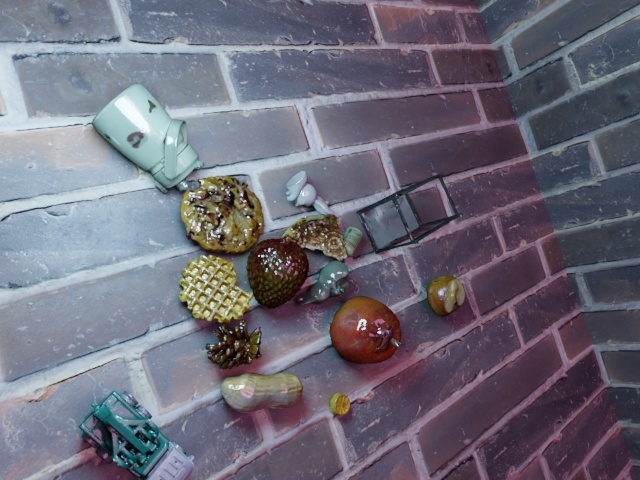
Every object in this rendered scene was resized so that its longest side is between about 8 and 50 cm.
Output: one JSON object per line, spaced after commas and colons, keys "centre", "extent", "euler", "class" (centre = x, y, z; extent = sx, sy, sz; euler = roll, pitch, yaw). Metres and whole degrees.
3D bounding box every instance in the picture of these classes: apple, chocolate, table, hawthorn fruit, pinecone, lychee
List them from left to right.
{"centre": [-0.286, 0.351, 1.528], "extent": [0.195, 0.179, 0.150], "euler": [-15, 87, -13], "class": "pinecone"}
{"centre": [-0.198, 0.524, 1.571], "extent": [0.309, 0.134, 0.134], "euler": [12, 72, -32], "class": "chocolate"}
{"centre": [-0.159, 0.111, 1.636], "extent": [0.235, 0.236, 0.271], "euler": [10, 95, -31], "class": "lychee"}
{"centre": [0.201, 0.360, 1.770], "extent": [0.276, 0.307, 0.276], "euler": [-2, 93, -39], "class": "hawthorn fruit"}
{"centre": [0.396, -0.121, 2.020], "extent": [0.335, 0.272, 0.222], "euler": [-28, 95, -34], "class": "table"}
{"centre": [0.578, 0.259, 2.117], "extent": [0.195, 0.160, 0.173], "euler": [-23, 88, -33], "class": "apple"}

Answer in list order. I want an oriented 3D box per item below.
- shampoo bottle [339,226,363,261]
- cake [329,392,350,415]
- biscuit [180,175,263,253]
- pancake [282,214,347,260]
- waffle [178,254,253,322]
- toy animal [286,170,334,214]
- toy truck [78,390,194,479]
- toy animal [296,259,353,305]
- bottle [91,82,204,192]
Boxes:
{"centre": [0.116, 0.022, 1.921], "extent": [0.079, 0.079, 0.162], "euler": [41, 61, -19], "class": "shampoo bottle"}
{"centre": [0.074, 0.639, 1.771], "extent": [0.084, 0.044, 0.084], "euler": [8, 76, -33], "class": "cake"}
{"centre": [-0.336, -0.096, 1.627], "extent": [0.334, 0.081, 0.290], "euler": [-3, 86, -45], "class": "biscuit"}
{"centre": [0.000, 0.000, 1.844], "extent": [0.266, 0.057, 0.244], "euler": [-40, 88, -30], "class": "pancake"}
{"centre": [-0.357, 0.160, 1.564], "extent": [0.248, 0.056, 0.253], "euler": [4, 60, -22], "class": "waffle"}
{"centre": [-0.049, -0.166, 1.850], "extent": [0.131, 0.104, 0.221], "euler": [-43, 121, -3], "class": "toy animal"}
{"centre": [-0.532, 0.590, 1.312], "extent": [0.363, 0.178, 0.176], "euler": [52, 57, -16], "class": "toy truck"}
{"centre": [0.012, 0.189, 1.810], "extent": [0.251, 0.127, 0.125], "euler": [-36, 111, -19], "class": "toy animal"}
{"centre": [-0.538, -0.324, 1.499], "extent": [0.352, 0.229, 0.229], "euler": [48, 58, -21], "class": "bottle"}
